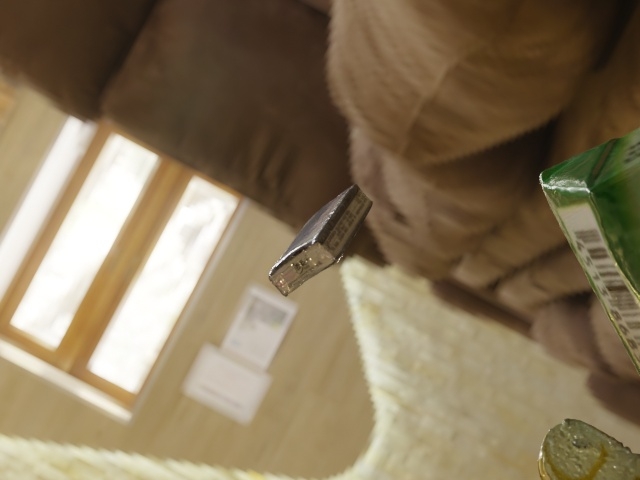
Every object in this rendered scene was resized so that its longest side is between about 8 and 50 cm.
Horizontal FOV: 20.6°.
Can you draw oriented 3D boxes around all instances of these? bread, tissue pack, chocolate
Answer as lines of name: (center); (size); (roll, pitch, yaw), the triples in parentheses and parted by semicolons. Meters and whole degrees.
bread: (0.264, 0.237, 1.636); (0.157, 0.083, 0.094); (40, 156, 2)
tissue pack: (0.000, 0.000, 2.404); (0.051, 0.112, 0.156); (46, -142, -8)
chocolate: (0.502, -0.001, 2.155); (0.360, 0.341, 0.161); (61, 177, -4)
